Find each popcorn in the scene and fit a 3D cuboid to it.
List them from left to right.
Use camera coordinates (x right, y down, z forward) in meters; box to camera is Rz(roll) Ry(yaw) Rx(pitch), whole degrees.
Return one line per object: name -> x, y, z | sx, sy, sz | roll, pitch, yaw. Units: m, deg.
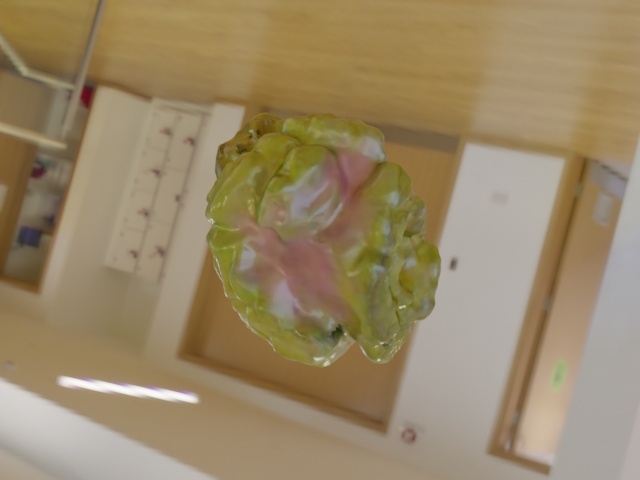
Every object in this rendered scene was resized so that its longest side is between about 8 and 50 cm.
popcorn -> 0.000, 0.000, 0.649 | 0.145, 0.126, 0.126 | 46, 178, -28
